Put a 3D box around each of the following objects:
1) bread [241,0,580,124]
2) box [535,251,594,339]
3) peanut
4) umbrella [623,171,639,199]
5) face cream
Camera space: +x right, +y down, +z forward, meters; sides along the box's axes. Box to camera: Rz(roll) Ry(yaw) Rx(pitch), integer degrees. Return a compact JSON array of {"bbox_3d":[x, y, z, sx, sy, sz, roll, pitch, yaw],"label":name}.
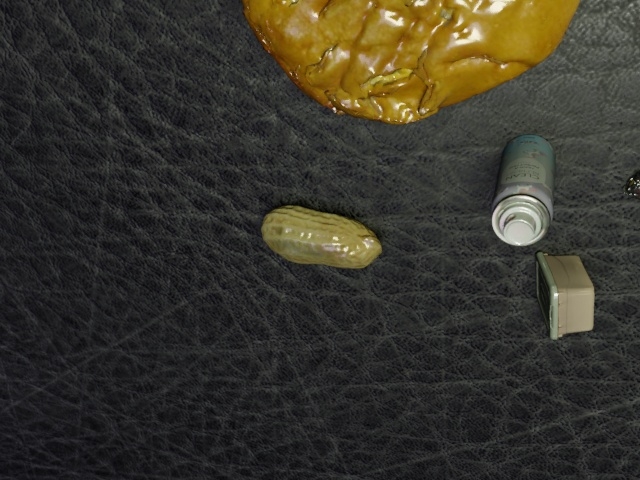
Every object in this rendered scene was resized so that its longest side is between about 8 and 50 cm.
[{"bbox_3d":[0.095,-0.334,0.837,0.399,0.215,0.397,9,122,15],"label":"bread"},{"bbox_3d":[0.349,0.076,1.044,0.062,0.122,0.089,-5,117,9],"label":"box"},{"bbox_3d":[0.000,0.000,1.136,0.194,0.083,0.093,15,123,10],"label":"peanut"},{"bbox_3d":[0.478,-0.044,0.977,0.144,0.037,0.040,28,125,4],"label":"umbrella"},{"bbox_3d":[0.259,-0.062,0.925,0.075,0.229,0.075,8,120,14],"label":"face cream"}]
